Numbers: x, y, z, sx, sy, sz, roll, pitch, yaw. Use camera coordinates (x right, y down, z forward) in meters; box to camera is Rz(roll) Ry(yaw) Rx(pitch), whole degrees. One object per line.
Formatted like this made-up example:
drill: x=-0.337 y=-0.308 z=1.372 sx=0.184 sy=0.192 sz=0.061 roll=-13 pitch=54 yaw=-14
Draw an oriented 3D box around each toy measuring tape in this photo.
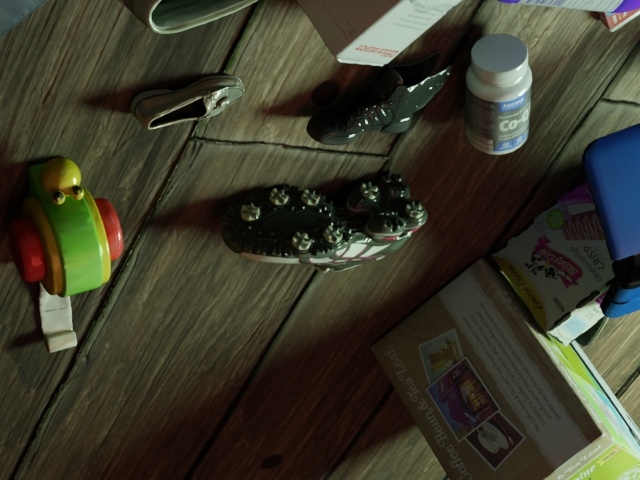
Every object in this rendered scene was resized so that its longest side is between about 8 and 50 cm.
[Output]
toy measuring tape: x=-0.274 y=0.044 z=1.459 sx=0.121 sy=0.121 sz=0.330 roll=-15 pitch=141 yaw=-22

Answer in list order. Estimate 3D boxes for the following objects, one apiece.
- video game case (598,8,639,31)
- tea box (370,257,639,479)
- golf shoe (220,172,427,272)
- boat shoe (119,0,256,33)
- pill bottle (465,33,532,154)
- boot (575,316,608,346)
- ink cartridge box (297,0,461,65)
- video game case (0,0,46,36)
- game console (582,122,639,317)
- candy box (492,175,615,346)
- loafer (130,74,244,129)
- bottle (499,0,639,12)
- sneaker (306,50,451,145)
video game case: x=0.378 y=-0.379 z=1.510 sx=0.204 sy=0.025 sz=0.285 roll=-34 pitch=144 yaw=3
tea box: x=0.294 y=0.254 z=1.940 sx=0.220 sy=0.329 sz=0.323 roll=-40 pitch=144 yaw=12
golf shoe: x=0.000 y=0.000 z=1.621 sx=0.273 sy=0.105 sz=0.120 roll=-6 pitch=144 yaw=-30
boat shoe: x=-0.047 y=-0.274 z=1.263 sx=0.302 sy=0.094 sz=0.109 roll=-26 pitch=144 yaw=-8
pill bottle: x=0.210 y=-0.173 z=1.585 sx=0.078 sy=0.078 sz=0.137 roll=-23 pitch=144 yaw=-11
boot: x=0.456 y=0.064 z=2.030 sx=0.137 sy=0.077 sz=0.198 roll=-8 pitch=126 yaw=-37
ink cartridge box: x=0.090 y=-0.264 z=1.330 sx=0.190 sy=0.082 sz=0.139 roll=-37 pitch=170 yaw=22
video game case: x=-0.240 y=-0.306 z=1.145 sx=0.274 sy=0.026 sz=0.196 roll=-36 pitch=144 yaw=7
game console: x=0.480 y=-0.050 z=1.720 sx=0.293 sy=0.173 sz=0.250 roll=-20 pitch=161 yaw=-4
candy box: x=0.375 y=0.011 z=1.856 sx=0.233 sy=0.159 sz=0.071 roll=-42 pitch=141 yaw=13
loafer: x=-0.134 y=-0.140 z=1.405 sx=0.125 sy=0.039 sz=0.045 roll=-14 pitch=140 yaw=-22
bottle: x=0.315 y=-0.303 z=1.444 sx=0.283 sy=0.092 sz=0.118 roll=1 pitch=146 yaw=-17
sneaker: x=0.066 y=-0.162 z=1.520 sx=0.170 sy=0.051 sz=0.089 roll=-12 pitch=140 yaw=-33
